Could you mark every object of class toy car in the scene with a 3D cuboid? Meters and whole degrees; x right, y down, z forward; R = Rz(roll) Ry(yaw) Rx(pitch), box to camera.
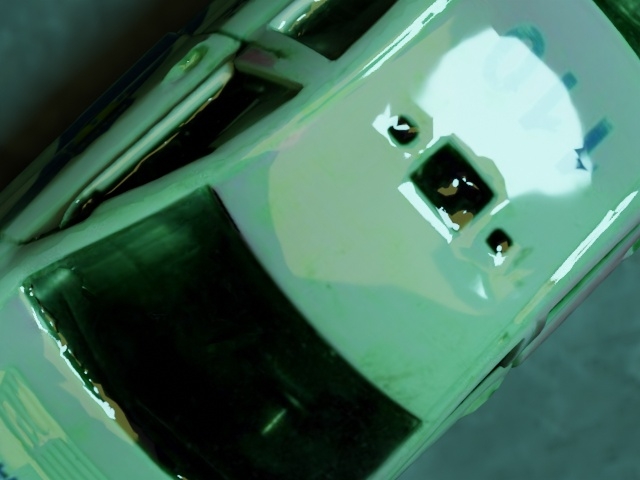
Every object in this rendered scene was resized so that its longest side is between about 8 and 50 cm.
[{"bbox_3d":[0.000,0.000,0.368,0.224,0.076,0.090,-44,105,-8],"label":"toy car"}]
